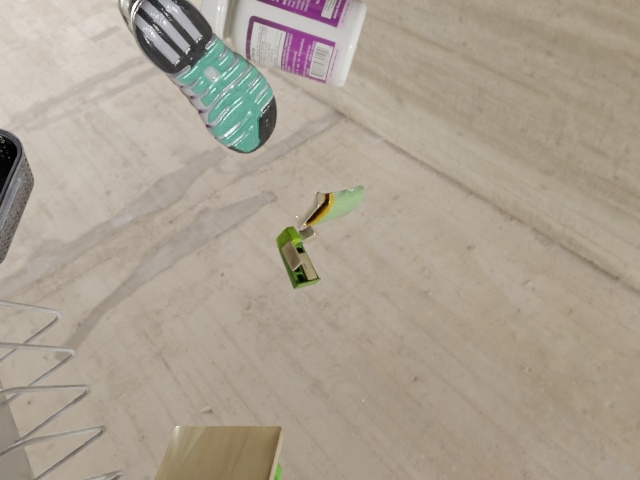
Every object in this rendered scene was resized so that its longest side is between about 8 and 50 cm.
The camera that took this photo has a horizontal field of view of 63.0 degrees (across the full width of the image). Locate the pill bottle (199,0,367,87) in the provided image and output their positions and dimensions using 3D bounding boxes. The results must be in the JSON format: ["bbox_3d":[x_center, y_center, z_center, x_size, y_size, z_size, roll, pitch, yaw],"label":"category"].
[{"bbox_3d":[-0.074,-0.424,1.026,0.301,0.169,0.169,17,-126,-2],"label":"pill bottle"}]

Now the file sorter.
[{"bbox_3d":[-0.414,0.241,0.687,0.173,0.193,0.278,-34,-110,4],"label":"file sorter"}]

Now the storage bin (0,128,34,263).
[{"bbox_3d":[-0.377,-0.054,0.476,0.180,0.084,0.122,17,-110,-17],"label":"storage bin"}]

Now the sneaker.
[{"bbox_3d":[-0.122,-0.181,0.545,0.083,0.224,0.098,-42,-120,-2],"label":"sneaker"}]

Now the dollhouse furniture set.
[{"bbox_3d":[0.000,0.000,0.636,0.076,0.152,0.059,-11,-113,-39],"label":"dollhouse furniture set"}]

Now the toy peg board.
[{"bbox_3d":[-0.131,0.333,0.675,0.160,0.079,0.161,-6,-145,15],"label":"toy peg board"}]
